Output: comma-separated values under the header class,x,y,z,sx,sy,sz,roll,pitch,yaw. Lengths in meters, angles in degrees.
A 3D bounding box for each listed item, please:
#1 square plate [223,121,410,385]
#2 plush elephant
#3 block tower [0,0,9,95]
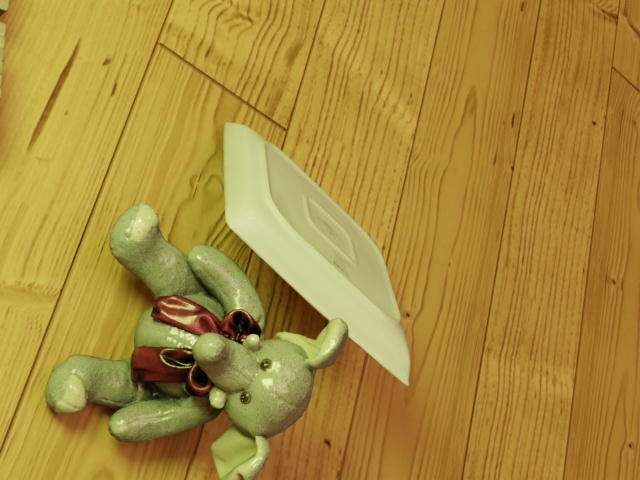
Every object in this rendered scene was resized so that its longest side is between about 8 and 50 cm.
class,x,y,z,sx,sy,sz,roll,pitch,yaw
square plate,0.000,0.000,1.470,0.347,0.049,0.344,43,15,-23
plush elephant,-0.123,0.152,1.282,0.330,0.255,0.272,37,73,-36
block tower,-0.437,-0.275,1.272,0.091,0.097,0.335,14,70,-38
